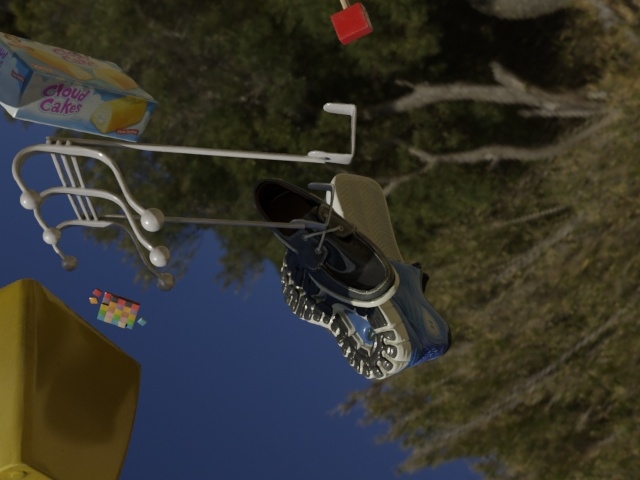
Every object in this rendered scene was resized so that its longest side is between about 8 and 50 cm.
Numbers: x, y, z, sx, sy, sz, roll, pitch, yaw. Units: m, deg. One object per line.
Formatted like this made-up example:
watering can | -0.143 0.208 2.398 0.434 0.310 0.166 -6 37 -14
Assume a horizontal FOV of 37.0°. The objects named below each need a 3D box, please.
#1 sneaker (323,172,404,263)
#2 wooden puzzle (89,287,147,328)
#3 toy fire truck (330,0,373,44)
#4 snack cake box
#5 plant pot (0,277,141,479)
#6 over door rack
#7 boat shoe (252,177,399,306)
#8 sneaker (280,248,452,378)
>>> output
sneaker | 0.054 0.058 1.536 0.131 0.148 0.350 13 -135 -14
wooden puzzle | -0.274 0.096 1.297 0.083 0.049 0.006 20 -144 -7
toy fire truck | 0.004 -0.375 1.296 0.135 0.047 0.192 25 -135 -66
snack cake box | -0.430 -0.259 1.631 0.152 0.089 0.264 43 -158 31
plant pot | -0.322 0.203 0.994 0.212 0.212 0.187 52 -163 -48
over door rack | -0.125 -0.031 0.977 0.324 0.239 0.108 -8 -106 -9
boat shoe | 0.000 0.000 1.158 0.233 0.084 0.079 41 174 36
sneaker | 0.058 0.072 1.304 0.147 0.129 0.330 1 -149 -34
